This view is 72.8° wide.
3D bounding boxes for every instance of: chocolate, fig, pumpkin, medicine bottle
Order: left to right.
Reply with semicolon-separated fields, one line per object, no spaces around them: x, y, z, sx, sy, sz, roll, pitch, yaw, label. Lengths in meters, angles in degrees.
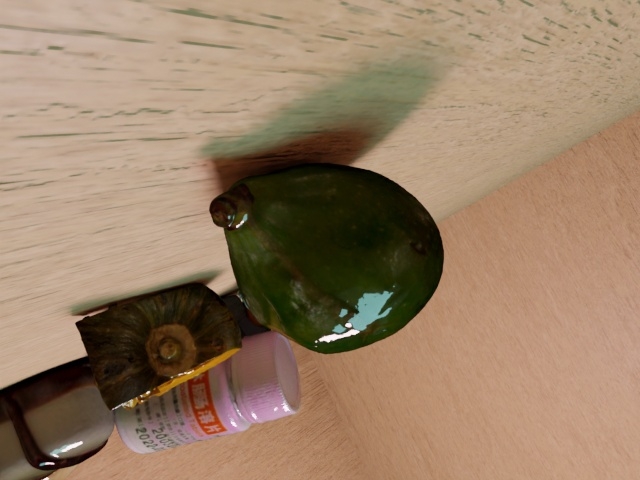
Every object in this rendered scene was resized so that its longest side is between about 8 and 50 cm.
-0.546;0.377;0.884;0.283;0.186;0.283;-26;173;-4;chocolate
-0.261;0.169;0.671;0.190;0.139;0.280;-32;169;30;pumpkin
-0.256;0.351;1.025;0.388;0.219;0.219;-15;173;7;medicine bottle
0.000;0.000;0.401;0.195;0.195;0.245;-30;137;18;fig

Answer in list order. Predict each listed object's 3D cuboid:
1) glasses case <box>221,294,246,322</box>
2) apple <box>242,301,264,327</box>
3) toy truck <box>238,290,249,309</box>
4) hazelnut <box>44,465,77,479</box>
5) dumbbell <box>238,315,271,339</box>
-0.318;0.208;0.945;0.323;0.074;0.131;-19;170;-45;glasses case
-0.131;0.149;1.055;0.126;0.102;0.126;-42;174;-5;apple
-0.098;0.082;0.937;0.175;0.081;0.067;-45;176;-12;toy truck
-0.715;0.493;1.054;0.261;0.241;0.261;-28;144;-23;hazelnut
-0.279;0.318;1.306;0.203;0.204;0.322;-28;172;5;dumbbell
